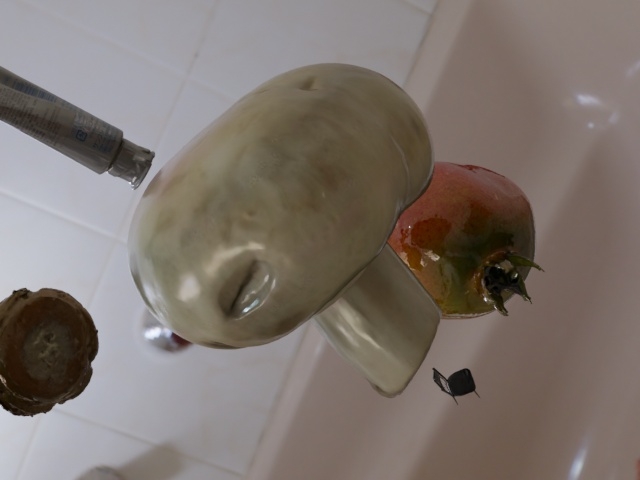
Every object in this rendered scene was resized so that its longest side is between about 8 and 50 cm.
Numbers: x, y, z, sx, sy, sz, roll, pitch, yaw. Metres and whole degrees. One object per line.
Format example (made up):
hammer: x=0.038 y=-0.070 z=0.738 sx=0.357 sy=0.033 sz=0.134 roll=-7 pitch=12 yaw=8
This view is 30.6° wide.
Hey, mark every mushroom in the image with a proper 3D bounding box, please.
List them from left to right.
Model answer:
mushroom: x=-0.014 y=-0.030 z=1.227 sx=0.353 sy=0.353 sz=0.325 roll=-149 pitch=77 yaw=-72

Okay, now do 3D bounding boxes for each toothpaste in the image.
toothpaste: x=-0.382 y=-0.170 z=1.673 sx=0.073 sy=0.299 sz=0.114 roll=-48 pitch=23 yaw=34

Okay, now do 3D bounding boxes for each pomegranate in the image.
pomegranate: x=0.185 y=0.009 z=1.552 sx=0.221 sy=0.221 sz=0.256 roll=-62 pitch=37 yaw=14

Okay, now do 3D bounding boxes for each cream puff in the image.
cream puff: x=-0.355 y=0.138 z=1.463 sx=0.165 sy=0.150 sz=0.115 roll=-54 pitch=18 yaw=-25

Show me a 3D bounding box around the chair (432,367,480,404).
chair: x=0.185 y=0.192 z=1.578 sx=0.042 sy=0.086 sz=0.037 roll=-28 pitch=56 yaw=14
